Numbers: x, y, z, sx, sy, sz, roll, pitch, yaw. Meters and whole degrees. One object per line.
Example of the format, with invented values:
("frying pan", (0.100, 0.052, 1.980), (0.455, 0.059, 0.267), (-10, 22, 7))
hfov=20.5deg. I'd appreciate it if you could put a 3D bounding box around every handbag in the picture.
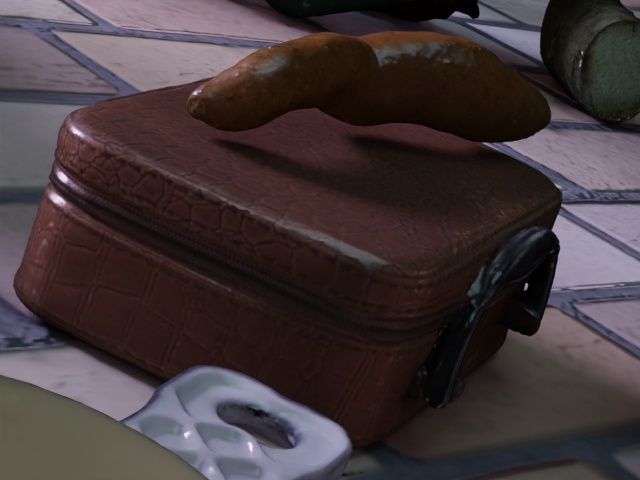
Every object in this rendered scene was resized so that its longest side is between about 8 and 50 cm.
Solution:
("handbag", (0.000, 0.000, 0.611), (0.151, 0.072, 0.193), (27, 18, 20))

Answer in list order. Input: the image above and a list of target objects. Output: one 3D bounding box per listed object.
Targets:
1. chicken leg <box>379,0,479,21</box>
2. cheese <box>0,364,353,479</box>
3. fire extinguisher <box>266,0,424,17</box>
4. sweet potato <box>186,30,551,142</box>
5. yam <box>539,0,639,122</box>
("chicken leg", (0.009, -0.198, 1.221), (0.219, 0.048, 0.089), (21, 15, 4))
("cheese", (-0.074, 0.062, 0.353), (0.163, 0.070, 0.249), (19, 19, -4))
("fire extinguisher", (0.048, -0.201, 1.117), (0.311, 0.095, 0.114), (-13, 64, -25))
("sweet potato", (0.023, -0.055, 0.623), (0.179, 0.044, 0.044), (2, 25, -45))
("yam", (0.178, -0.127, 1.163), (0.070, 0.069, 0.146), (15, 19, -14))
